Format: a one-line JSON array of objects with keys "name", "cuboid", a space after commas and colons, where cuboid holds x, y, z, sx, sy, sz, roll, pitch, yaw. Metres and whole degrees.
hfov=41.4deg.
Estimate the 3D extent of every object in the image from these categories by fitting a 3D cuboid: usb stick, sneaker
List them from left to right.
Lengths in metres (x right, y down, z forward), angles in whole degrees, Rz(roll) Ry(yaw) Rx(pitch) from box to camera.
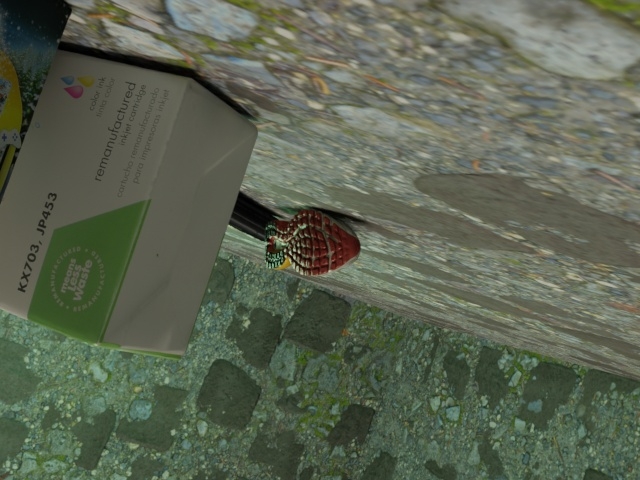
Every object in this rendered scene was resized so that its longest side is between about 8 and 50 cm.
[{"name": "usb stick", "cuboid": [-0.136, -0.049, 1.233, 0.077, 0.045, 0.278, 24, 177, 24]}, {"name": "sneaker", "cuboid": [0.000, 0.000, 1.150, 0.093, 0.088, 0.225, -1, -177, -24]}]

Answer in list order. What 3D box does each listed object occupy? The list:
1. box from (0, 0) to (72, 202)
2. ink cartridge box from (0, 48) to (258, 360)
[{"name": "box", "cuboid": [-0.245, -0.104, 0.439, 0.044, 0.159, 0.233, 14, 173, 26]}, {"name": "ink cartridge box", "cuboid": [-0.252, -0.054, 0.708, 0.354, 0.207, 0.119, 16, 176, 26]}]
